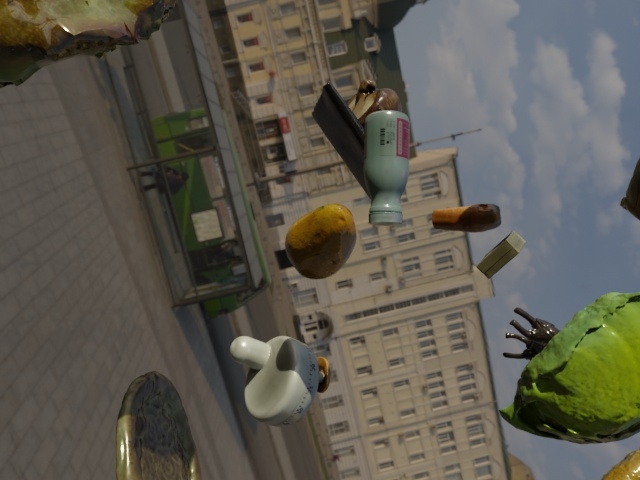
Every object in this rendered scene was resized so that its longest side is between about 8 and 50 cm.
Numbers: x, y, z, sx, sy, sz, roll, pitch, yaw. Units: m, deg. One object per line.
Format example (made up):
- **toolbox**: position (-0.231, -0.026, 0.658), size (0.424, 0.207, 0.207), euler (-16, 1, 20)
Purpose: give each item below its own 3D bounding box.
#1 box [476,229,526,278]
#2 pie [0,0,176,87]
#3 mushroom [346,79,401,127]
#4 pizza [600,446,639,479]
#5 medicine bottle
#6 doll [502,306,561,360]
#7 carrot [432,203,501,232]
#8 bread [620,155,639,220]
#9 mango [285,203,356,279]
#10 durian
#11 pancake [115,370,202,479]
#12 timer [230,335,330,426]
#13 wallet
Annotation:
- **box**: position (0.341, 0.027, 0.909), size (0.035, 0.083, 0.079), euler (47, 32, 11)
- **pie**: position (-0.294, -0.258, 0.401), size (0.103, 0.354, 0.289), euler (126, -16, -58)
- **mushroom**: position (0.135, -0.334, 1.333), size (0.194, 0.138, 0.231), euler (-64, -162, 18)
- **pizza**: position (0.557, 0.460, 0.801), size (0.226, 0.335, 0.086), euler (60, -13, -12)
- **medicine bottle**: position (0.130, -0.139, 0.953), size (0.090, 0.090, 0.217), euler (107, -15, -86)
- **doll**: position (0.476, 0.223, 1.019), size (0.139, 0.165, 0.057), euler (86, 28, -44)
- **carrot**: position (0.429, -0.062, 1.416), size (0.087, 0.193, 0.087), euler (-6, 90, -67)
- **bread**: position (0.899, -0.144, 1.284), size (0.134, 0.081, 0.225), euler (-128, -145, -54)
- **mango**: position (0.000, 0.000, 1.056), size (0.109, 0.147, 0.227), euler (-51, 173, -42)
- **durian**: position (0.342, 0.165, 0.591), size (0.139, 0.101, 0.250), euler (39, -64, 25)
- **pancake**: position (-0.199, 0.297, 0.622), size (0.250, 0.031, 0.250), euler (162, -90, -87)
- **timer**: position (-0.123, 0.363, 1.274), size (0.240, 0.233, 0.234), euler (31, 27, -32)
- **wallet**: position (0.091, -0.232, 1.202), size (0.321, 0.044, 0.170), euler (57, -15, 5)
